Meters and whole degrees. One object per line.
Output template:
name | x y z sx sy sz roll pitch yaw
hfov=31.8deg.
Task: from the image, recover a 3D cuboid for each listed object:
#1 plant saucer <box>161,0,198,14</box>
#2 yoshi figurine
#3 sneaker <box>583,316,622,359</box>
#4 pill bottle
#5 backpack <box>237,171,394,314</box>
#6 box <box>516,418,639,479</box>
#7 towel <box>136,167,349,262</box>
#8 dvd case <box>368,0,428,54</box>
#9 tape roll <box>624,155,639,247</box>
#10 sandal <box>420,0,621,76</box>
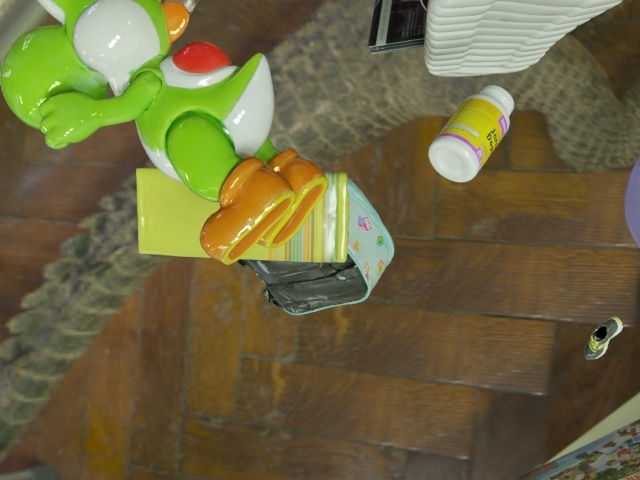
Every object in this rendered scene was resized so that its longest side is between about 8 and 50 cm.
plant saucer | -0.265 -0.408 1.775 0.199 0.036 0.198 -14 64 30
yoshi figurine | -0.182 -0.118 1.130 0.362 0.203 0.203 45 152 10
sneaker | 0.403 0.142 1.630 0.031 0.035 0.083 51 131 32
pill bottle | 0.123 -0.088 0.899 0.043 0.043 0.083 17 53 30
backpack | 0.000 0.000 1.411 0.188 0.144 0.165 -7 124 53
box | 0.347 0.245 1.204 0.233 0.159 0.044 -23 97 -11
towel | -0.086 -0.030 1.252 0.237 0.021 0.102 2 104 4
dvd case | 0.170 -0.297 1.301 0.221 0.018 0.164 -4 58 23
tape roll | 0.416 -0.035 1.152 0.189 0.080 0.188 -15 59 27
sandal | 0.167 -0.238 1.035 0.170 0.416 0.102 -5 85 -9
